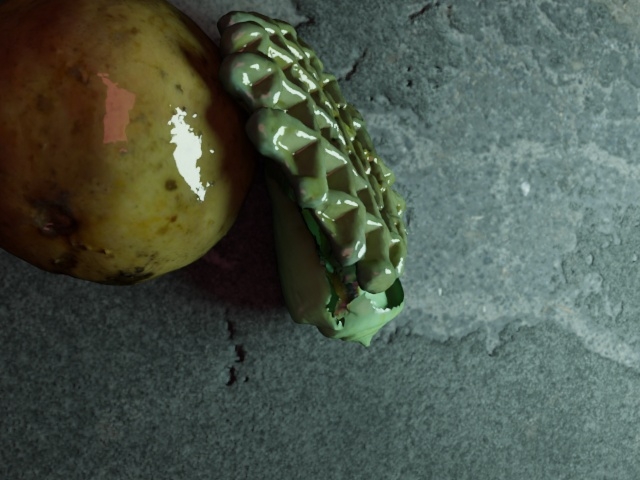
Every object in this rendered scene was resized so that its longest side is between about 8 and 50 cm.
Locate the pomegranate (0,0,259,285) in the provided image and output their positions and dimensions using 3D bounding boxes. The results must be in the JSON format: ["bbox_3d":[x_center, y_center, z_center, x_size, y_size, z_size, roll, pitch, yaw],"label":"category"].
[{"bbox_3d":[-0.195,-0.096,0.558,0.281,0.281,0.281,-2,96,-15],"label":"pomegranate"}]

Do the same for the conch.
[{"bbox_3d":[0.005,0.006,0.675,0.143,0.137,0.251,-36,113,-46],"label":"conch"}]

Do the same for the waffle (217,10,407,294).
[{"bbox_3d":[0.007,-0.099,0.606,0.056,0.292,0.309,-28,100,18],"label":"waffle"}]
